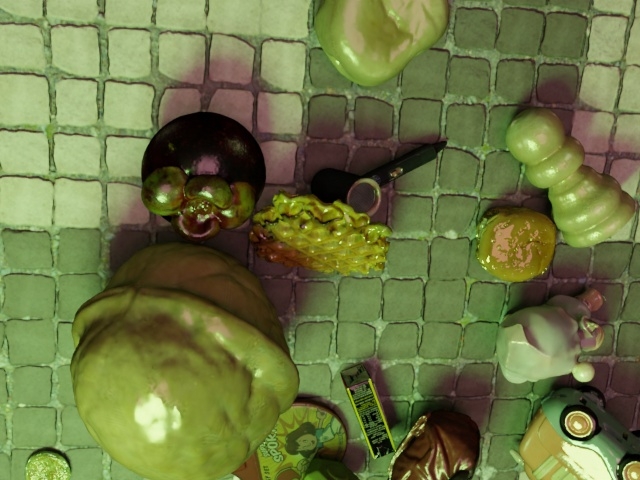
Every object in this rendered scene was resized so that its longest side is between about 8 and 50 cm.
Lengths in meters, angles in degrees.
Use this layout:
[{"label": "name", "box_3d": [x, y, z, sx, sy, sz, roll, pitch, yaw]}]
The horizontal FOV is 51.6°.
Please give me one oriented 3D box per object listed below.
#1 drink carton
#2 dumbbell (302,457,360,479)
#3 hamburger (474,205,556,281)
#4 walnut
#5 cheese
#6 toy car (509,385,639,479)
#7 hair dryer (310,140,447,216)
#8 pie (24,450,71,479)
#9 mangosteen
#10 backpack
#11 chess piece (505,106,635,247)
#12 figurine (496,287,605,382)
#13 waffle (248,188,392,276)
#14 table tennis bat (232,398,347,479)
[{"label": "drink carton", "box_3d": [0.093, 0.325, 1.261, 0.056, 0.071, 0.165, -21, 108, -1]}, {"label": "dumbbell", "box_3d": [-0.025, 0.561, 1.263, 0.108, 0.121, 0.301, 25, 105, 6]}, {"label": "hamburger", "box_3d": [0.358, 0.008, 1.221, 0.147, 0.083, 0.137, 4, 107, -7]}, {"label": "walnut", "box_3d": [-0.206, 0.192, 1.028, 0.382, 0.381, 0.380, -2, 104, -9]}, {"label": "cheese", "box_3d": [0.103, -0.368, 1.066, 0.218, 0.117, 0.235, -2, 108, -11]}, {"label": "toy car", "box_3d": [0.513, 0.427, 1.274, 0.270, 0.181, 0.212, 42, 109, 20]}, {"label": "hair dryer", "box_3d": [0.113, -0.120, 1.154, 0.256, 0.128, 0.069, -28, 117, -25]}, {"label": "pie", "box_3d": [-0.498, 0.422, 1.212, 0.084, 0.021, 0.084, -1, 102, -6]}, {"label": "mangosteen", "box_3d": [-0.182, -0.101, 1.041, 0.210, 0.210, 0.209, -2, 104, -9]}, {"label": "backpack", "box_3d": [0.206, 0.422, 1.239, 0.139, 0.229, 0.229, 35, 97, 13]}, {"label": "chess piece", "box_3d": [0.429, -0.123, 1.183, 0.143, 0.143, 0.261, -41, 99, 2]}, {"label": "figurine", "box_3d": [0.433, 0.173, 1.226, 0.276, 0.200, 0.133, -16, 126, -34]}, {"label": "waffle", "box_3d": [0.000, 0.000, 1.103, 0.238, 0.243, 0.058, 7, 65, -5]}, {"label": "table tennis bat", "box_3d": [-0.099, 0.406, 1.270, 0.310, 0.038, 0.200, -13, 107, -9]}]
